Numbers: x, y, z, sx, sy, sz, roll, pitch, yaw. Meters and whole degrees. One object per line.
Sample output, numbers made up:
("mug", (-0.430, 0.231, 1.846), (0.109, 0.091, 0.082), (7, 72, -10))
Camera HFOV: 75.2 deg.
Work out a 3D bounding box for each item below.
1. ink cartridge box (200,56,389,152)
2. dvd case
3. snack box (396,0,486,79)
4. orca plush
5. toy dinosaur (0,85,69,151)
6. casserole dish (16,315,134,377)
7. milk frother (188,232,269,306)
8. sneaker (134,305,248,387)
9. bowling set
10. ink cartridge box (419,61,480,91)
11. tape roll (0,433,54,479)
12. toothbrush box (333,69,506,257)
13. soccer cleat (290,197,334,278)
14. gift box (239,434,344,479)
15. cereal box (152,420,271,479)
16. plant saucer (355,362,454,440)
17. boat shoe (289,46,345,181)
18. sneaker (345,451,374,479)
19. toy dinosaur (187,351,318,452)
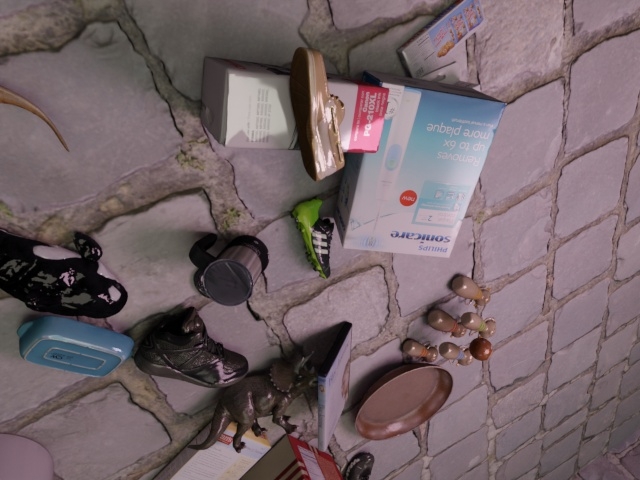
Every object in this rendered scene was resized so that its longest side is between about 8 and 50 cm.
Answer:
("ink cartridge box", (-0.047, -0.203, 0.626), (0.237, 0.172, 0.100), (-3, 117, -25))
("dvd case", (0.035, 0.343, 0.983), (0.180, 0.022, 0.253), (-50, 145, -54))
("snack box", (0.223, -0.374, 0.762), (0.178, 0.022, 0.064), (-40, 125, -2))
("orca plush", (-0.417, 0.047, 0.619), (0.151, 0.102, 0.287), (-34, 126, -6))
("toy dinosaur", (-0.429, -0.194, 0.521), (0.211, 0.064, 0.112), (8, 131, -20))
("casserole dish", (-0.418, 0.189, 0.715), (0.114, 0.037, 0.188), (-40, 130, 22))
("milk frother", (-0.171, 0.069, 0.734), (0.129, 0.135, 0.143), (17, 107, 0))
("sneaker", (-0.226, 0.210, 0.813), (0.227, 0.087, 0.130), (24, 110, -29))
("bowling set", (0.375, 0.259, 1.079), (0.154, 0.200, 0.287), (27, 106, -36))
("ink cartridge box", (0.258, -0.243, 0.825), (0.104, 0.061, 0.182), (-26, 124, -11))
("tape roll", (-0.613, 0.488, 0.720), (0.245, 0.169, 0.246), (-12, 121, -20))
("toothbrush box", (0.159, -0.130, 0.754), (0.216, 0.126, 0.296), (6, 120, -11))
("soccer cleat", (0.000, 0.000, 0.831), (0.072, 0.060, 0.179), (-27, 122, -13))
("gift box", (-0.074, 0.703, 1.047), (0.258, 0.276, 0.255), (-44, 121, 2))
("cereal box", (-0.261, 0.538, 0.997), (0.240, 0.047, 0.173), (-45, 126, 1))
("plant saucer", (0.232, 0.450, 1.178), (0.310, 0.050, 0.311), (-11, 126, -16))
("boat shoe", (0.002, -0.160, 0.531), (0.059, 0.063, 0.170), (-21, 133, -18))
("sneaker", (0.114, 0.759, 1.267), (0.078, 0.106, 0.235), (18, 107, -34))
("toy dinosaur", (-0.145, 0.365, 0.935), (0.313, 0.121, 0.161), (-17, 91, -5))
